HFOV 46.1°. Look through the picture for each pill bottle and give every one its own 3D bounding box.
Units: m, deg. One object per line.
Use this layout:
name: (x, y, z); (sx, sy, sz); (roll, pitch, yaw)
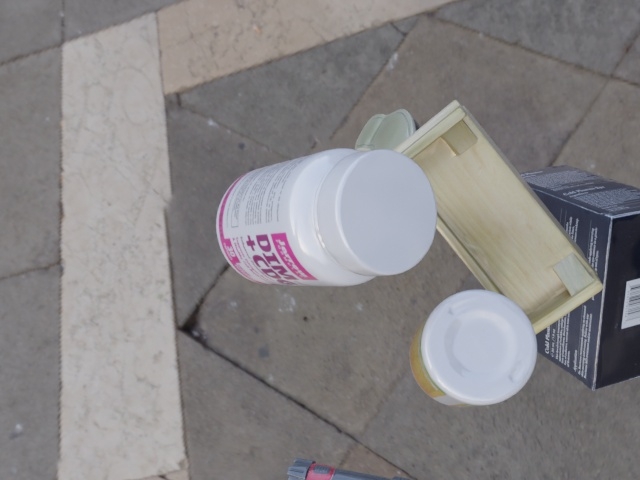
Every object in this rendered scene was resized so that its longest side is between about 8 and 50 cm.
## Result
pill bottle: (0.189, 0.150, 0.992); (0.136, 0.246, 0.137); (0, 77, 1)
pill bottle: (-0.001, -0.025, 0.910); (0.283, 0.160, 0.160); (-5, 57, 59)

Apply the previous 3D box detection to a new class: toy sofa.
toy sofa: (0.271, -0.037, 1.194); (0.150, 0.177, 0.363); (-39, 94, 16)

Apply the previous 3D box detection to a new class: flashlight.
flashlight: (0.078, 0.542, 1.606); (0.303, 0.103, 0.103); (7, 70, 17)

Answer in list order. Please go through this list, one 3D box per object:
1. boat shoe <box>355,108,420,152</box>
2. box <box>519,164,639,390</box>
boat shoe: (0.165, -0.189, 1.557); (0.113, 0.340, 0.127); (29, 90, -15)
box: (0.507, 0.056, 1.473); (0.178, 0.344, 0.312); (-10, 22, -22)
